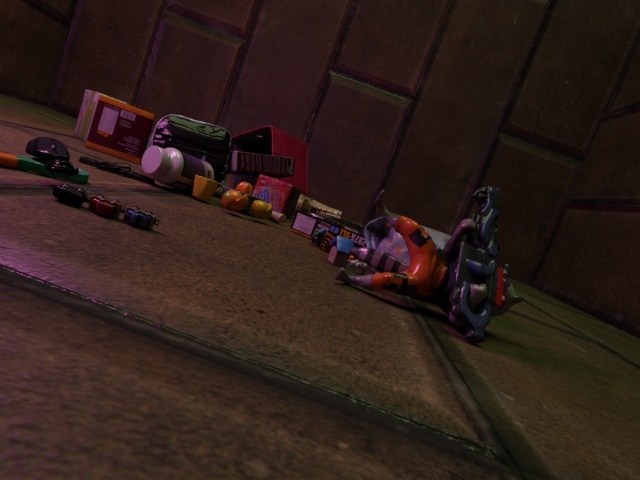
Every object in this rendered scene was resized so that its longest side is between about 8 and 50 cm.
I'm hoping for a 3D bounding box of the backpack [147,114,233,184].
[{"bbox_3d":[-0.450,-0.296,1.456,0.254,0.224,0.191,13,-13,-32],"label":"backpack"}]

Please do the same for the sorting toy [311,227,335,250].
[{"bbox_3d":[0.000,0.000,1.159,0.042,0.061,0.102,-27,27,-32],"label":"sorting toy"}]

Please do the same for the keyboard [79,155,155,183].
[{"bbox_3d":[-0.549,-0.201,1.177,0.192,0.038,0.100,16,8,-24],"label":"keyboard"}]

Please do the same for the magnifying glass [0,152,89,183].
[{"bbox_3d":[-0.532,-0.140,0.782,0.092,0.026,0.231,23,8,21],"label":"magnifying glass"}]

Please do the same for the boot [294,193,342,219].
[{"bbox_3d":[-0.008,-0.127,1.952,0.204,0.095,0.262,23,3,11],"label":"boot"}]

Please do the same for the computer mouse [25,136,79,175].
[{"bbox_3d":[-0.498,-0.162,0.805,0.071,0.041,0.242,16,8,-44],"label":"computer mouse"}]

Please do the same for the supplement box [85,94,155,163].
[{"bbox_3d":[-0.745,-0.413,1.613,0.192,0.194,0.129,17,7,-24],"label":"supplement box"}]

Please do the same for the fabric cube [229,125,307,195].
[{"bbox_3d":[-0.232,-0.336,1.946,0.254,0.258,0.258,-6,-9,34],"label":"fabric cube"}]

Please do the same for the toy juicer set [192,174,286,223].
[{"bbox_3d":[-0.208,-0.125,1.306,0.209,0.089,0.329,19,2,30],"label":"toy juicer set"}]

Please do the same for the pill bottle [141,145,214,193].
[{"bbox_3d":[-0.412,-0.205,1.245,0.108,0.108,0.194,24,3,29],"label":"pill bottle"}]

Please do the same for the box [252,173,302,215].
[{"bbox_3d":[-0.162,-0.163,1.615,0.128,0.122,0.257,20,5,4],"label":"box"}]

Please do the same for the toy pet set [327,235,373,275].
[{"bbox_3d":[0.076,0.032,1.021,0.114,0.065,0.122,18,7,-21],"label":"toy pet set"}]

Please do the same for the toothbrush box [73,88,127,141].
[{"bbox_3d":[-0.941,-0.517,1.828,0.122,0.206,0.283,14,10,-39],"label":"toothbrush box"}]

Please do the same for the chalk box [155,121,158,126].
[{"bbox_3d":[-0.689,-0.434,2.016,0.179,0.180,0.289,19,6,-9],"label":"chalk box"}]

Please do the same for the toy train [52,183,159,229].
[{"bbox_3d":[-0.329,-0.052,0.663,0.159,0.027,0.036,19,10,-9],"label":"toy train"}]

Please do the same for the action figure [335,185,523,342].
[{"bbox_3d":[0.236,0.032,0.847,0.331,0.341,0.178,28,-32,3],"label":"action figure"}]

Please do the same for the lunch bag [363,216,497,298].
[{"bbox_3d":[0.250,0.043,1.067,0.224,0.160,0.262,15,14,-33],"label":"lunch bag"}]

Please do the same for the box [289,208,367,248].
[{"bbox_3d":[0.088,-0.015,1.390,0.257,0.079,0.322,21,7,21],"label":"box"}]

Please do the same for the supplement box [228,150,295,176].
[{"bbox_3d":[-0.228,-0.275,1.576,0.240,0.073,0.130,0,4,-31],"label":"supplement box"}]
